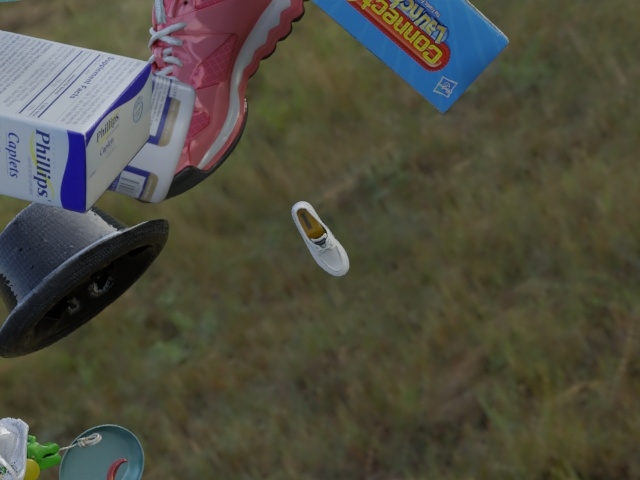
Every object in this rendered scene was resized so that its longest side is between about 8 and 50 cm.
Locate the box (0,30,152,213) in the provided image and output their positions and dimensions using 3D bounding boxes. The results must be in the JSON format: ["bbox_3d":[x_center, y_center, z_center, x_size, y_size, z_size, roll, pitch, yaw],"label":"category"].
[{"bbox_3d":[-0.211,-0.090,1.304,0.137,0.072,0.126,13,34,13],"label":"box"}]

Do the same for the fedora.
[{"bbox_3d":[-0.372,0.024,2.501,0.334,0.152,0.334,-39,-7,-6],"label":"fedora"}]

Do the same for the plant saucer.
[{"bbox_3d":[-0.288,0.293,2.279,0.119,0.119,0.021,-36,28,-18],"label":"plant saucer"}]

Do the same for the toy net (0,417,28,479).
[{"bbox_3d":[-0.345,0.278,1.685,0.232,0.122,0.045,-58,-24,-1],"label":"toy net"}]

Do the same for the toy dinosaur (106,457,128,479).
[{"bbox_3d":[-0.202,0.257,1.606,0.047,0.090,0.082,7,23,-17],"label":"toy dinosaur"}]

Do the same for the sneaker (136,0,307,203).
[{"bbox_3d":[-0.130,-0.186,1.716,0.116,0.136,0.313,2,60,51],"label":"sneaker"}]

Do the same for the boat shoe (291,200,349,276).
[{"bbox_3d":[0.000,0.000,2.008,0.035,0.100,0.035,-30,8,3],"label":"boat shoe"}]

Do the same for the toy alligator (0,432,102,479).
[{"bbox_3d":[-0.346,0.252,2.037,0.190,0.051,0.056,-28,12,-23],"label":"toy alligator"}]

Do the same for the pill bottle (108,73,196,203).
[{"bbox_3d":[-0.213,-0.110,1.546,0.112,0.187,0.112,-163,90,-81],"label":"pill bottle"}]

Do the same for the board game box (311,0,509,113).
[{"bbox_3d":[-0.014,-0.279,1.532,0.086,0.302,0.308,-48,29,8],"label":"board game box"}]
